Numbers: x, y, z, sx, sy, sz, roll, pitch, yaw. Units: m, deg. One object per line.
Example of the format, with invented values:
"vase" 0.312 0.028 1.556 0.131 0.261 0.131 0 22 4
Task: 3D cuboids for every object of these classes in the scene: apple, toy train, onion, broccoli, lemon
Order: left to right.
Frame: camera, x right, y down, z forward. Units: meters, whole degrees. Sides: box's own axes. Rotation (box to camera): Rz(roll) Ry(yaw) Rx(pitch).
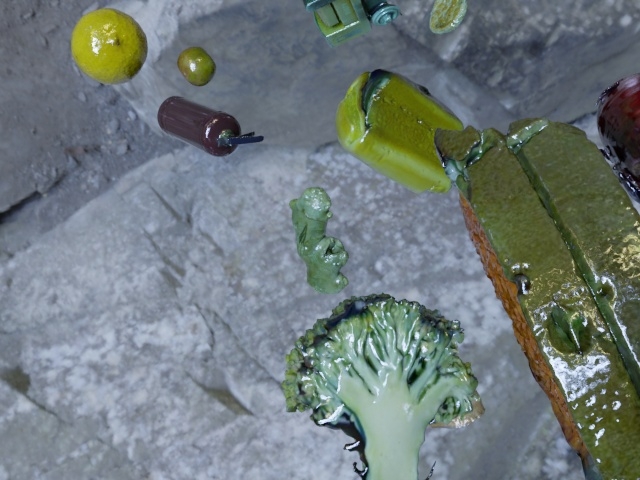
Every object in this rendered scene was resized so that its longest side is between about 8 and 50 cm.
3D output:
"lemon" -0.506 -0.464 1.581 0.178 0.203 0.178 -2 95 -23
"apple" -0.277 -0.391 1.477 0.074 0.089 0.089 -38 145 1
"toy train" 0.082 -0.691 1.847 0.253 0.160 0.397 -21 171 10
"broccoli" 0.070 0.196 0.876 0.242 0.180 0.273 -7 96 -10
"onion" 0.622 -0.171 1.141 0.314 0.314 0.232 10 132 -49

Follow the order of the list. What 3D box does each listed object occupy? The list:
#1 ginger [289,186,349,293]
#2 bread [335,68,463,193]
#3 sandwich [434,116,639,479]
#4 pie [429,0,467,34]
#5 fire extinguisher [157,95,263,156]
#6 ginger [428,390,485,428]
"ginger" 0.001 0.003 1.594 0.089 0.137 0.290 -30 115 -33
"bread" 0.205 -0.291 1.764 0.376 0.208 0.251 23 86 -38
"sandwich" 0.204 0.049 0.523 0.109 0.292 0.212 -25 144 9
"pie" 0.207 -0.370 1.062 0.021 0.084 0.084 11 121 -31
"fire extinguisher" -0.288 -0.290 1.693 0.135 0.337 0.114 -20 121 -32
"ginger" 0.189 0.270 1.326 0.126 0.354 0.190 -25 124 -26
